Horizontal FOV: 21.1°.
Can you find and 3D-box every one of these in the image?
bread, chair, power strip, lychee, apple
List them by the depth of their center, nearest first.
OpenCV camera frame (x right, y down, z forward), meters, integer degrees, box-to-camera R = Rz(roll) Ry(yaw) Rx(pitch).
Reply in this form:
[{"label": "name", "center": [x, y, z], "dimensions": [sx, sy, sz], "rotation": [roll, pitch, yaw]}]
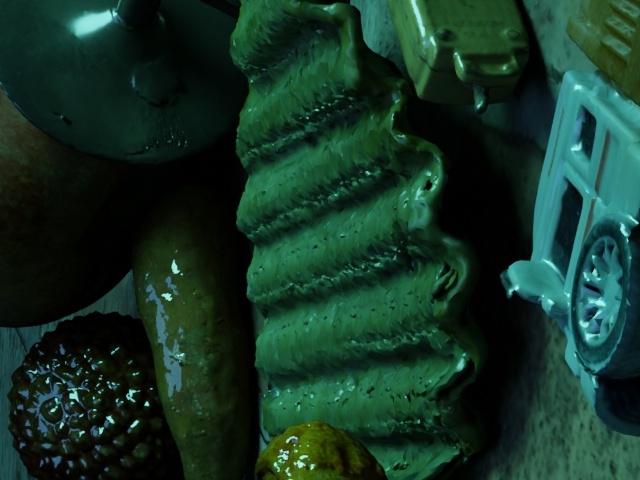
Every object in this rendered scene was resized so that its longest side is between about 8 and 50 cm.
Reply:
[{"label": "power strip", "center": [0.059, -0.182, 0.988], "dimensions": [0.044, 0.064, 0.305], "rotation": [110, 154, -48]}, {"label": "bread", "center": [0.016, 0.222, 1.039], "dimensions": [0.139, 0.095, 0.268], "rotation": [-120, 13, -61]}, {"label": "chair", "center": [-0.098, -0.242, 1.211], "dimensions": [0.401, 0.227, 0.226], "rotation": [124, 143, -58]}, {"label": "lychee", "center": [-0.175, 0.154, 1.512], "dimensions": [0.188, 0.188, 0.188], "rotation": [-179, 90, -71]}, {"label": "apple", "center": [-0.264, -0.096, 1.516], "dimensions": [0.277, 0.348, 0.348], "rotation": [35, 135, 16]}]

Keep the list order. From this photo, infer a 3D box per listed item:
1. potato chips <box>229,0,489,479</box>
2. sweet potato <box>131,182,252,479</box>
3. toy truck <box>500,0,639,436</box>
[{"label": "potato chips", "center": [0.000, 0.000, 1.103], "dimensions": [0.429, 0.070, 0.358], "rotation": [148, 108, -74]}, {"label": "sweet potato", "center": [-0.104, 0.082, 1.413], "dimensions": [0.097, 0.097, 0.291], "rotation": [132, 135, -62]}, {"label": "toy truck", "center": [0.158, -0.091, 0.594], "dimensions": [0.162, 0.136, 0.305], "rotation": [-117, 36, -67]}]
